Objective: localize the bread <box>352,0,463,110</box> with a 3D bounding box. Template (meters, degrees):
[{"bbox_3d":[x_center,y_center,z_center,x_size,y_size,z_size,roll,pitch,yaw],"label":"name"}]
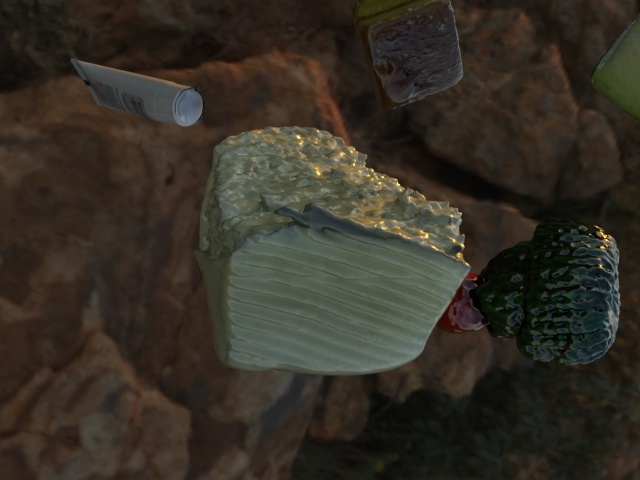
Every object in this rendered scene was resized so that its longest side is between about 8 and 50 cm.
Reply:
[{"bbox_3d":[0.168,-0.368,2.133,0.184,0.110,0.234,-20,142,3],"label":"bread"}]

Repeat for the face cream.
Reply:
[{"bbox_3d":[-0.268,-0.210,1.633,0.058,0.244,0.092,-50,136,-25],"label":"face cream"}]

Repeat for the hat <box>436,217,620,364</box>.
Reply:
[{"bbox_3d":[0.342,0.083,1.934,0.274,0.332,0.242,-24,115,-72],"label":"hat"}]

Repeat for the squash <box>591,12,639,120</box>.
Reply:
[{"bbox_3d":[0.354,-0.158,0.859,0.237,0.204,0.155,-46,169,7],"label":"squash"}]

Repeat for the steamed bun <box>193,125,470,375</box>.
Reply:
[{"bbox_3d":[0.000,0.000,1.296,0.272,0.290,0.273,-94,-161,-51],"label":"steamed bun"}]
